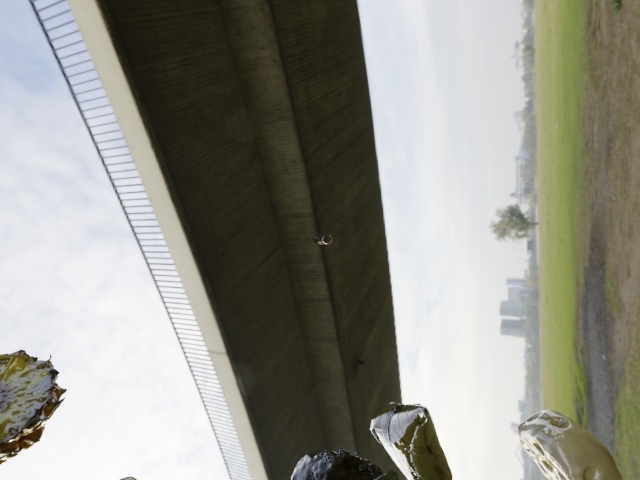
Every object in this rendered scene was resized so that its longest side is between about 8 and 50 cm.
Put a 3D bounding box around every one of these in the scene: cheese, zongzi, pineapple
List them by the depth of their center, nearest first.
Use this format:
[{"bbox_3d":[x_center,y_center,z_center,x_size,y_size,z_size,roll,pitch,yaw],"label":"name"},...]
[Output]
[{"bbox_3d":[-0.493,0.250,0.618,0.221,0.221,0.047,-55,-26,-49],"label":"pineapple"},{"bbox_3d":[0.540,0.475,0.926,0.218,0.117,0.235,54,172,53],"label":"cheese"},{"bbox_3d":[0.269,0.519,1.034,0.123,0.289,0.260,-34,-98,-28],"label":"zongzi"}]

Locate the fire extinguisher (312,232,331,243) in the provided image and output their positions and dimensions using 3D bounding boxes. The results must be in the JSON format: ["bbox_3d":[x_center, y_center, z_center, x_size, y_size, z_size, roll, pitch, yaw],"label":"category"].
[{"bbox_3d":[0.000,0.000,1.361,0.035,0.049,0.173,60,173,-3],"label":"fire extinguisher"}]

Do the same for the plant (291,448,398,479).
[{"bbox_3d":[0.039,0.434,0.716,0.131,0.203,0.142,41,-130,-23],"label":"plant"}]

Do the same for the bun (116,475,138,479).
[{"bbox_3d":[-0.403,0.525,0.855,0.086,0.055,0.086,-28,-45,-33],"label":"bun"}]
